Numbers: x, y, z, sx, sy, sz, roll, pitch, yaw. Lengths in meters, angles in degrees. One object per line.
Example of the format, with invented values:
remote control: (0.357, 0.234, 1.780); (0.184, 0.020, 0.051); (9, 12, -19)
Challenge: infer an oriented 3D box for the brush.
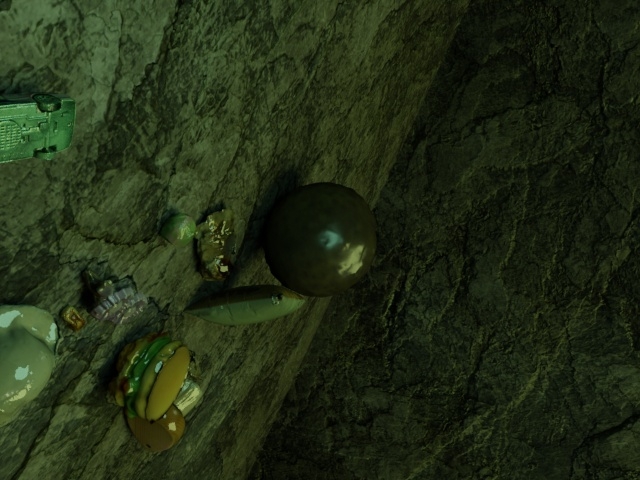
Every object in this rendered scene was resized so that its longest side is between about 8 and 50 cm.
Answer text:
brush: (-0.474, 0.520, 1.781); (0.166, 0.174, 0.267); (-60, 177, -45)

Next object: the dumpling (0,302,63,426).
dumpling: (-0.558, 0.208, 1.008); (0.172, 0.142, 0.247); (62, 36, -35)

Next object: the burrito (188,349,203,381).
burrito: (-0.423, 0.407, 1.936); (0.063, 0.058, 0.229); (-50, 160, -21)

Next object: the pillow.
pillow: (-0.223, 0.203, 1.849); (0.312, 0.310, 0.119); (29, 55, -76)

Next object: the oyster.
oyster: (-0.280, 0.019, 1.635); (0.161, 0.107, 0.233); (-27, 142, -51)

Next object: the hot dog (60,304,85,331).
hot dog: (-0.514, 0.169, 1.239); (0.030, 0.034, 0.090); (-54, 163, -27)

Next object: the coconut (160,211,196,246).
coconut: (-0.334, -0.027, 1.404); (0.083, 0.081, 0.082); (-31, 135, -46)

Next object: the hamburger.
hamburger: (-0.456, 0.350, 1.545); (0.237, 0.148, 0.237); (21, 90, -80)

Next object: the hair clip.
hair clip: (-0.457, 0.134, 1.314); (0.106, 0.084, 0.292); (-40, 165, -11)

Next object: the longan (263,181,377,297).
longan: (0.000, 0.000, 1.962); (0.391, 0.391, 0.391); (-55, 164, -24)

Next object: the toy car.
toy car: (-0.445, -0.156, 0.806); (0.224, 0.076, 0.090); (-26, 144, -53)
